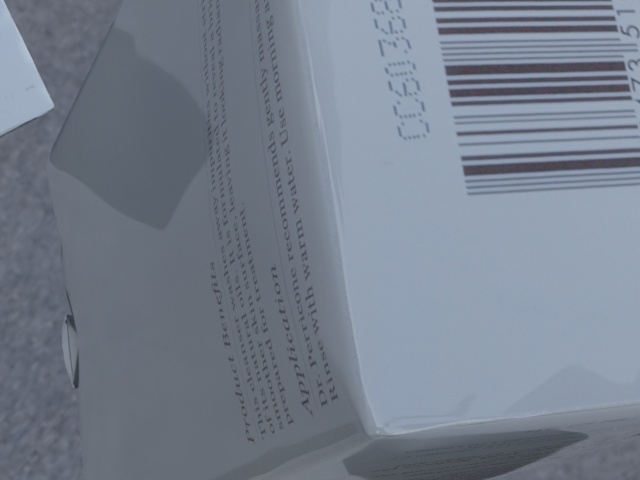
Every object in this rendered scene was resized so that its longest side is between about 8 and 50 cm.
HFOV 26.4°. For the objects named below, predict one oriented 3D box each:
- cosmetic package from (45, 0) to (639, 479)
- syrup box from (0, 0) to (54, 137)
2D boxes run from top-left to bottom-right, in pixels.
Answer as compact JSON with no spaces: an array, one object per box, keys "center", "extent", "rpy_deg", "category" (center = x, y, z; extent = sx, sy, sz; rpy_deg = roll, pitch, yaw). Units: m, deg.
[{"center":[0.000,0.000,0.552],"extent":[0.156,0.385,0.217],"rpy_deg":[-4,77,-20],"category":"cosmetic package"},{"center":[-0.296,-0.085,0.906],"extent":[0.093,0.237,0.096],"rpy_deg":[-39,110,-46],"category":"syrup box"}]
